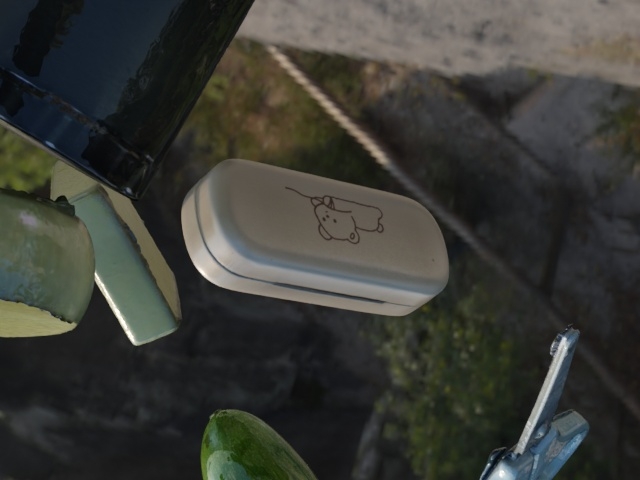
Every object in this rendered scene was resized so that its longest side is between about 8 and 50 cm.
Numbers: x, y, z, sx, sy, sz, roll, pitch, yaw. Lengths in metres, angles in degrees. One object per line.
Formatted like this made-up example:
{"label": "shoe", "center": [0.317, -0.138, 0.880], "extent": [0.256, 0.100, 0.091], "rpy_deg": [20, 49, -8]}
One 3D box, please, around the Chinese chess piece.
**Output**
{"label": "Chinese chess piece", "center": [-0.250, 0.015, 1.016], "extent": [0.188, 0.083, 0.188], "rpy_deg": [3, 166, 1]}

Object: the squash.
{"label": "squash", "center": [0.007, 0.329, 1.384], "extent": [0.107, 0.107, 0.395], "rpy_deg": [-26, 100, 41]}

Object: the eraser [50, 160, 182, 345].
{"label": "eraser", "center": [-0.196, 0.004, 1.421], "extent": [0.058, 0.117, 0.172], "rpy_deg": [-25, 118, 2]}

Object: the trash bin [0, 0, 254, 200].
{"label": "trash bin", "center": [-0.141, -0.207, 1.041], "extent": [0.252, 0.301, 0.203], "rpy_deg": [28, 176, 36]}

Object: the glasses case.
{"label": "glasses case", "center": [0.000, 0.000, 0.988], "extent": [0.196, 0.083, 0.050], "rpy_deg": [10, 143, -36]}

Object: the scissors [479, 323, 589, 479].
{"label": "scissors", "center": [0.169, 0.155, 1.189], "extent": [0.029, 0.191, 0.360], "rpy_deg": [41, 156, 23]}
